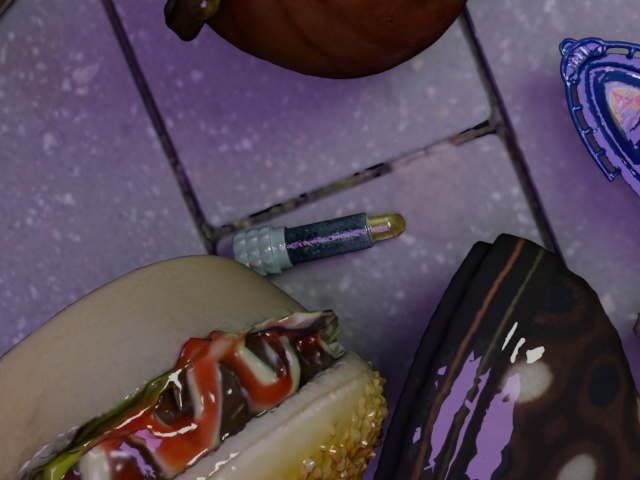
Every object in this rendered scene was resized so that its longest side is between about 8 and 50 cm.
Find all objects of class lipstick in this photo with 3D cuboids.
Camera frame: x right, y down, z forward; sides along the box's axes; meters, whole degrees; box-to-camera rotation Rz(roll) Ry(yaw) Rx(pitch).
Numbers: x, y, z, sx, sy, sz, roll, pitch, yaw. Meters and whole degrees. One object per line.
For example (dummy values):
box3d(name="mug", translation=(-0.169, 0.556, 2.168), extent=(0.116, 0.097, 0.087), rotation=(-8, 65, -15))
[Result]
box3d(name="lipstick", translation=(0.000, 0.000, 0.650), extent=(0.116, 0.037, 0.037), rotation=(-12, 97, 10))

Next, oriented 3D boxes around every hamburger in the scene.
box3d(name="hamburger", translation=(-0.094, 0.149, 0.566), extent=(0.170, 0.302, 0.302), rotation=(46, 106, 19))

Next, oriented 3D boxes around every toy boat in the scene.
box3d(name="toy boat", translation=(0.205, -0.058, 0.558), extent=(0.175, 0.110, 0.091), rotation=(44, 105, 4))

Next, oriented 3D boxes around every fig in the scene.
box3d(name="fig", translation=(-0.006, -0.179, 0.539), extent=(0.205, 0.205, 0.205), rotation=(2, 100, 12))

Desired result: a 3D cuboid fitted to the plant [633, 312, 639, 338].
box3d(name="plant", translation=(0.245, 0.075, 0.565), extent=(0.104, 0.116, 0.122), rotation=(-12, 82, 10))

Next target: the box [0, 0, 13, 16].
box3d(name="box", translation=(-0.360, -0.220, 0.597), extent=(0.297, 0.190, 0.225), rotation=(42, 98, 4))

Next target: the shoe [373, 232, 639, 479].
box3d(name="shoe", translation=(0.150, 0.199, 0.580), extent=(0.237, 0.171, 0.384), rotation=(13, 104, 16))
